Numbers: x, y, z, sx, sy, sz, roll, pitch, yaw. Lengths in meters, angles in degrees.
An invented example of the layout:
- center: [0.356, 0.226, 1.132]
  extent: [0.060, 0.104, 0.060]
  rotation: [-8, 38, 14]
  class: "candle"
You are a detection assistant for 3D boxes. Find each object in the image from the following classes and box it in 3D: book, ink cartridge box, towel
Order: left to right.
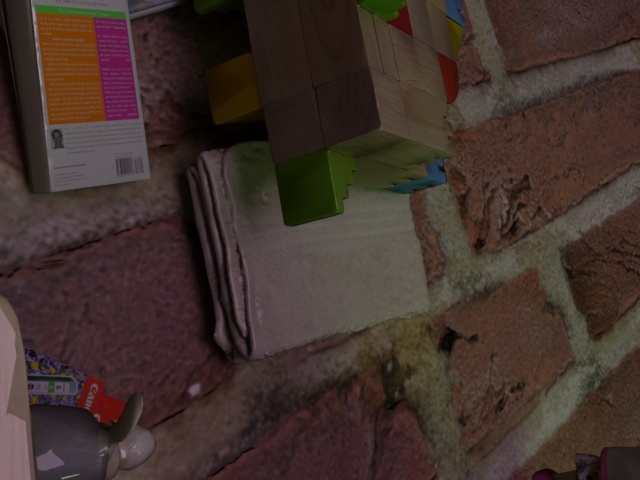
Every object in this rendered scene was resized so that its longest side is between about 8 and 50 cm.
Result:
- center: [-0.178, 0.118, 0.562]
  extent: [0.115, 0.029, 0.062]
  rotation: [35, 56, -35]
  class: "ink cartridge box"
- center: [-0.173, -0.111, 0.605]
  extent: [0.096, 0.035, 0.144]
  rotation: [-15, 102, -53]
  class: "book"
- center: [0.000, 0.000, 0.769]
  extent: [0.282, 0.049, 0.187]
  rotation: [-7, 86, -49]
  class: "towel"

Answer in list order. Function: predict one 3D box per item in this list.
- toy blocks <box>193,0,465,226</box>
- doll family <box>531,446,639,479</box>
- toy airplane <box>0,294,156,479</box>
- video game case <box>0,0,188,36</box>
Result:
- center: [0.044, -0.200, 0.739]
  extent: [0.261, 0.191, 0.381]
  rotation: [4, 73, -59]
  class: "toy blocks"
- center: [0.240, 0.229, 0.486]
  extent: [0.118, 0.163, 0.262]
  rotation: [16, 60, -46]
  class: "doll family"
- center: [-0.153, 0.278, 0.412]
  extent: [0.384, 0.272, 0.386]
  rotation: [39, 78, -6]
  class: "toy airplane"
- center: [-0.203, -0.254, 0.636]
  extent: [0.173, 0.022, 0.190]
  rotation: [-35, 106, -45]
  class: "video game case"
